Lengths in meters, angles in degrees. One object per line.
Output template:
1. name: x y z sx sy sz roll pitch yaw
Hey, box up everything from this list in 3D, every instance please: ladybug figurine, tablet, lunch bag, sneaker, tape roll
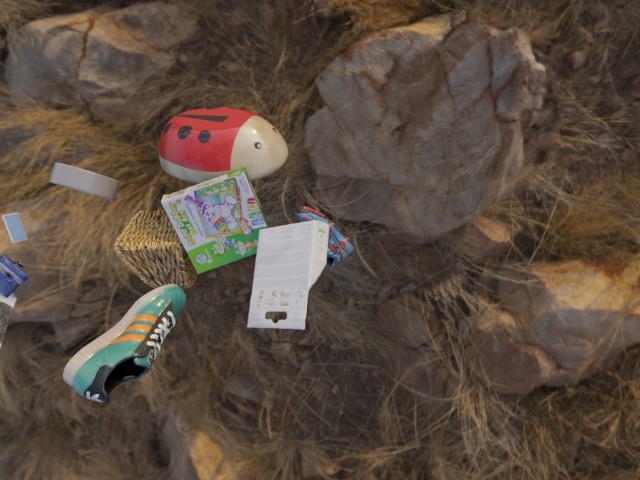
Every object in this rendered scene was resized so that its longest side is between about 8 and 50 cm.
1. ladybug figurine: -0.316 -0.301 1.570 0.449 0.305 0.162 8 132 22
2. tablet: -0.889 -0.037 1.494 0.006 0.054 0.083 -15 96 18
3. lunch bag: -0.606 0.064 0.991 0.067 0.065 0.098 50 156 -24
4. sneaker: -0.381 0.220 1.093 0.121 0.302 0.108 28 142 21
5. tape roll: -0.826 -0.205 1.802 0.219 0.219 0.072 14 88 22
6. sneaker: 0.000 0.000 1.559 0.125 0.262 0.104 -52 39 -5

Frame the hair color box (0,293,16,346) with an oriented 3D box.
1. hair color box: -1.147 0.214 1.533 0.113 0.374 0.185 9 82 53

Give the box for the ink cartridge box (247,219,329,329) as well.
1. ink cartridge box: -0.070 0.077 1.100 0.181 0.056 0.225 -7 74 42

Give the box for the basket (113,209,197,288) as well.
1. basket: -0.542 0.040 1.763 0.223 0.299 0.213 -3 118 -2

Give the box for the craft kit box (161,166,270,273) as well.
1. craft kit box: -0.286 -0.054 1.470 0.246 0.061 0.250 -19 118 4
